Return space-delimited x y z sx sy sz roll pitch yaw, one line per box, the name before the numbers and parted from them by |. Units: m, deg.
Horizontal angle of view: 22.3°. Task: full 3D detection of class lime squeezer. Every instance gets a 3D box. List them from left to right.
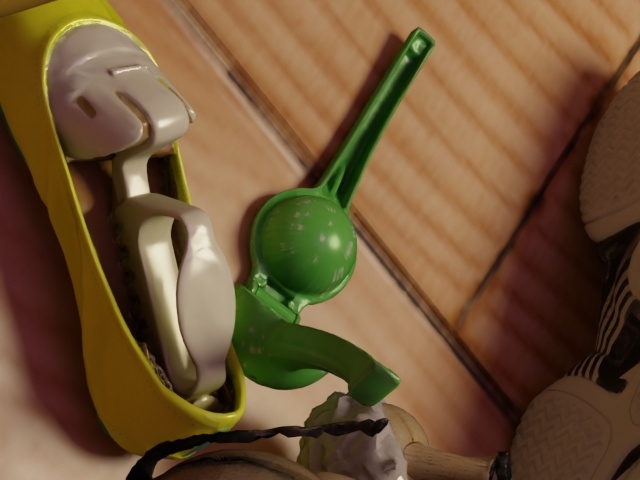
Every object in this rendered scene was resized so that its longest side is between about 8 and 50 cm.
lime squeezer | 0.000 0.000 0.738 0.059 0.110 0.310 24 31 -7

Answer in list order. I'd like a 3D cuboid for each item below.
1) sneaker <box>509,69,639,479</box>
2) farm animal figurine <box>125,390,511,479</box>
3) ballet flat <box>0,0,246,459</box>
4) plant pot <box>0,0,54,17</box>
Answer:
sneaker | 0.230 0.087 0.875 0.210 0.137 0.366 31 60 -28
farm animal figurine | -0.026 0.224 0.594 0.330 0.172 0.326 10 79 -78
ballet flat | -0.079 -0.021 0.686 0.077 0.077 0.231 -15 90 -39
plant pot | -0.210 -0.170 0.517 0.239 0.254 0.254 -23 96 -24
